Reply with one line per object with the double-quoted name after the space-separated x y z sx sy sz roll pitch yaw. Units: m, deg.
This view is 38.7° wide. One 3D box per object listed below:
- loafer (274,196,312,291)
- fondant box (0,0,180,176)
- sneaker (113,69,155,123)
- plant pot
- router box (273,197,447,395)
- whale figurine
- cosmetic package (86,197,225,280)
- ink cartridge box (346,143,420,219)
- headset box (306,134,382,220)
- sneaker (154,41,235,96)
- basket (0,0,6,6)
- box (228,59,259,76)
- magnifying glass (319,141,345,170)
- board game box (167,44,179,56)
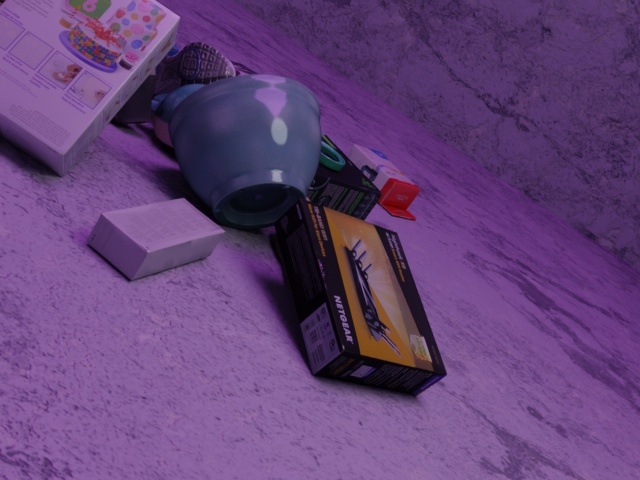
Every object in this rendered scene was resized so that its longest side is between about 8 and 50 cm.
-0.020 0.020 1.708 0.092 0.102 0.269 32 29 -26 "loafer"
-0.425 -0.305 1.509 0.238 0.330 0.096 34 -22 0 "fondant box"
-0.442 -0.293 1.813 0.221 0.118 0.083 3 5 -3 "sneaker"
-0.128 -0.143 1.701 0.293 0.293 0.196 16 53 -42 "plant pot"
0.065 0.096 1.541 0.242 0.081 0.309 18 43 -39 "router box"
-0.271 -0.273 1.924 0.216 0.141 0.272 13 18 -28 "whale figurine"
-0.253 -0.006 1.431 0.099 0.060 0.239 36 19 14 "cosmetic package"
0.177 -0.159 2.489 0.134 0.078 0.231 8 32 -52 "ink cartridge box"
-0.035 -0.144 2.022 0.283 0.131 0.246 13 28 -47 "headset box"
-0.285 -0.364 2.037 0.297 0.111 0.129 7 -15 44 "sneaker"
-0.707 -0.533 1.552 0.328 0.266 0.331 37 4 14 "basket"
-0.181 -0.325 2.157 0.247 0.142 0.163 34 16 29 "box"
-0.037 -0.229 1.979 0.231 0.026 0.092 41 20 19 "magnifying glass"
-0.477 -0.559 2.129 0.308 0.086 0.302 60 9 -5 "board game box"
